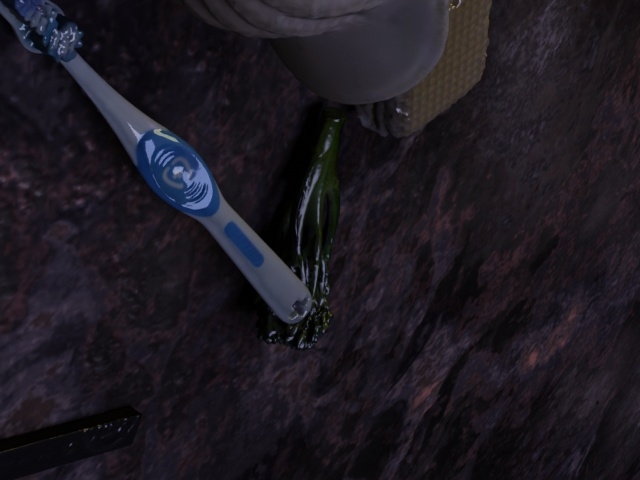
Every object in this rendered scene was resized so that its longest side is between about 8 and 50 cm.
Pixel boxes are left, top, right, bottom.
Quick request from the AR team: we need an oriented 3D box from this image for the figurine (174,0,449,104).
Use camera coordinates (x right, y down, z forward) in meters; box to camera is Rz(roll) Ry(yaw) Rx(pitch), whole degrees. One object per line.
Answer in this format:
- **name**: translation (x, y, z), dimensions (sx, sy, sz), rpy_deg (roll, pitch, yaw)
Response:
- **figurine**: translation (0.022, -0.245, 0.602), dimensions (0.204, 0.185, 0.332), rpy_deg (32, 68, -23)

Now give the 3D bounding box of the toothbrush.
- **toothbrush**: translation (-0.089, -0.040, 0.726), dimensions (0.040, 0.040, 0.386), rpy_deg (-49, 145, -9)

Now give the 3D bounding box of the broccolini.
- **broccolini**: translation (-0.016, -0.010, 0.903), dimensions (0.091, 0.068, 0.202), rpy_deg (-21, 123, -52)

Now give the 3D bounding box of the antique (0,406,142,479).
- **antique**: translation (-0.201, 0.149, 0.816), dimensions (0.192, 0.015, 0.031), rpy_deg (-8, 127, -53)

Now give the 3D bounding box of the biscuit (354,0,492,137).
- **biscuit**: translation (0.072, -0.182, 0.821), dimensions (0.108, 0.062, 0.239), rpy_deg (-39, 147, -26)
